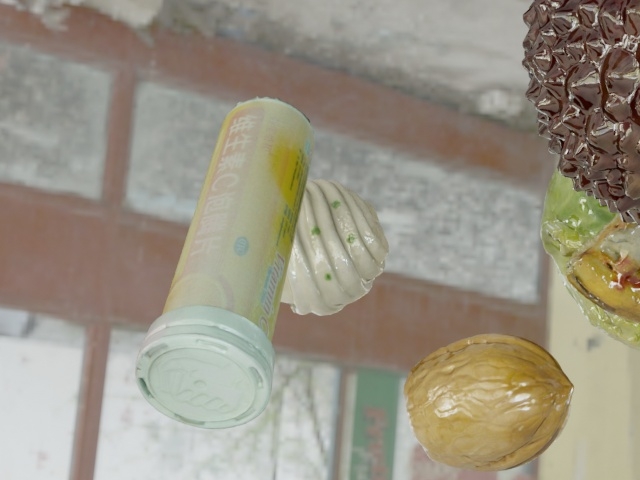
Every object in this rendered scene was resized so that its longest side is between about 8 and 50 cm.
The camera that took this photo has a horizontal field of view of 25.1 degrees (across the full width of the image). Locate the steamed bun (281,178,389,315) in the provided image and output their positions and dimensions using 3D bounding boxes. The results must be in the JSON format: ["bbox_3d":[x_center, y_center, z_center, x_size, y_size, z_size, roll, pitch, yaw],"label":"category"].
[{"bbox_3d":[0.000,0.000,1.798,0.183,0.182,0.106,5,151,2],"label":"steamed bun"}]

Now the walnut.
[{"bbox_3d":[0.167,0.162,1.438,0.180,0.144,0.144,-11,162,34],"label":"walnut"}]

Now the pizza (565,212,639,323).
[{"bbox_3d":[0.332,0.000,1.314,0.185,0.176,0.036,23,-171,-15],"label":"pizza"}]

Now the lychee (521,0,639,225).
[{"bbox_3d":[0.291,-0.141,1.041,0.306,0.306,0.330,-4,-151,37],"label":"lychee"}]

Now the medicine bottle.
[{"bbox_3d":[-0.048,0.005,0.835,0.074,0.218,0.074,5,132,6],"label":"medicine bottle"}]

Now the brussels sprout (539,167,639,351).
[{"bbox_3d":[0.409,0.015,1.656,0.344,0.344,0.268,9,134,-22],"label":"brussels sprout"}]
